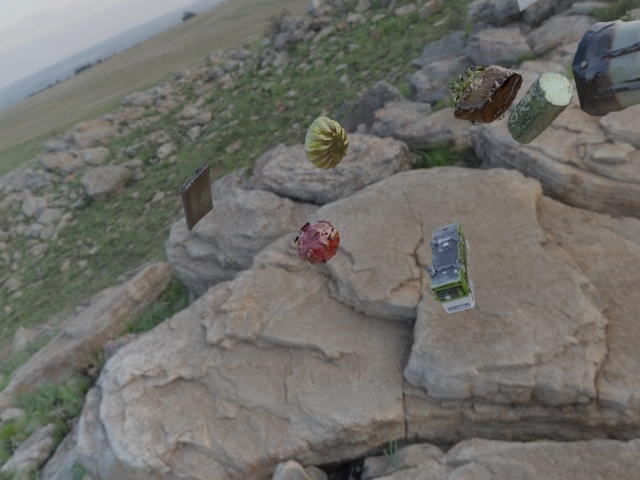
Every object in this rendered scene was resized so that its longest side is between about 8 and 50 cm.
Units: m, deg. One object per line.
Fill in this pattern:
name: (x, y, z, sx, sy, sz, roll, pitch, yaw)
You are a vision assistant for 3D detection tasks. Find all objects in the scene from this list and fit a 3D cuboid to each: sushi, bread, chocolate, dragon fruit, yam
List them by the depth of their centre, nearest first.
yam: (0.585, -0.351, 1.320, 0.107, 0.107, 0.194, -34, -14, -18)
chocolate: (0.895, -0.508, 1.406, 0.283, 0.284, 0.186, -33, 21, -17)
dragon fruit: (0.000, 0.000, 1.459, 0.166, 0.136, 0.133, -25, -15, -48)
sushi: (0.594, -0.534, 1.757, 0.296, 0.167, 0.179, -48, 43, 4)
bread: (0.030, -0.374, 1.899, 0.104, 0.213, 0.213, 20, 50, 36)

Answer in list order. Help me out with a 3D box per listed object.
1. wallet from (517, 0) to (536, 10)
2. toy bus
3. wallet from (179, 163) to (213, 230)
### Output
wallet: (0.504, -0.585, 1.151, 0.083, 0.044, 0.011, -32, 32, 8)
toy bus: (0.410, 0.076, 1.520, 0.113, 0.139, 0.302, -19, 30, 26)
wallet: (-0.410, -0.141, 1.618, 0.039, 0.243, 0.133, 32, 63, 8)
